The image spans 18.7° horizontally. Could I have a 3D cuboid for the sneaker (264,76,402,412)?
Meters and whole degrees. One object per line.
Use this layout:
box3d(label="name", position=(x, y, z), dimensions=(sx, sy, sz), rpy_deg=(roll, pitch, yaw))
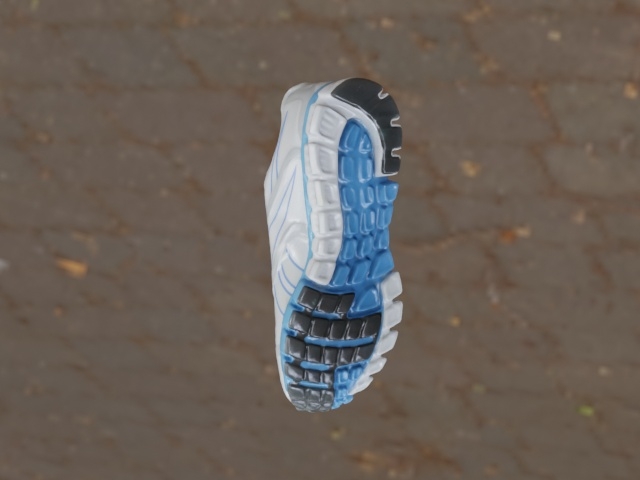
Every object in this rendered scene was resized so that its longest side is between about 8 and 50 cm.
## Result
box3d(label="sneaker", position=(0.000, 0.000, 1.092), dimensions=(0.071, 0.190, 0.083), rpy_deg=(1, -170, -31))
